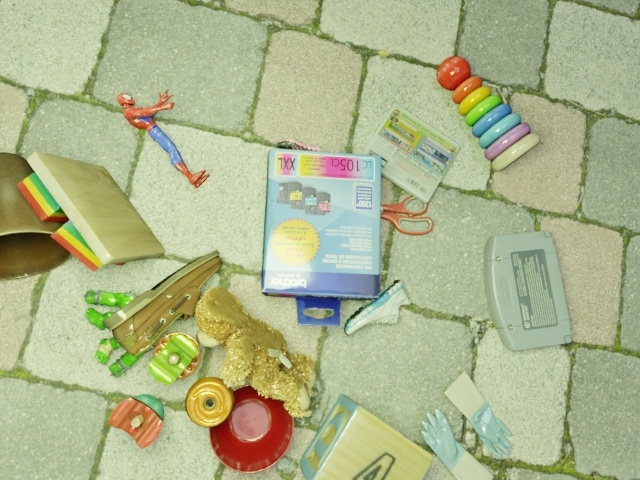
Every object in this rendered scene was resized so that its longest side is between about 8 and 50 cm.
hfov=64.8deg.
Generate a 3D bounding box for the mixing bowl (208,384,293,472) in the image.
[{"bbox_3d":[-0.155,0.408,1.123,0.181,0.098,0.182,2,81,-10],"label":"mixing bowl"}]

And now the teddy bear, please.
[{"bbox_3d":[-0.142,0.249,1.086,0.338,0.245,0.113,36,113,-22],"label":"teddy bear"}]

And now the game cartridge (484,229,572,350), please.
[{"bbox_3d":[0.530,0.128,1.307,0.198,0.062,0.297,-6,82,-6],"label":"game cartridge"}]

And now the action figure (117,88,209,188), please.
[{"bbox_3d":[-0.358,-0.272,1.210,0.280,0.091,0.139,43,83,-1],"label":"action figure"}]

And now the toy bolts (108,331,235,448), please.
[{"bbox_3d":[-0.311,0.335,1.080,0.218,0.158,0.228,43,77,-1],"label":"toy bolts"}]

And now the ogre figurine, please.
[{"bbox_3d":[-0.443,0.191,1.120,0.118,0.097,0.197,-21,69,6],"label":"ogre figurine"}]

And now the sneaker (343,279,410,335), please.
[{"bbox_3d":[0.144,0.181,1.228,0.190,0.071,0.083,-35,93,-13],"label":"sneaker"}]

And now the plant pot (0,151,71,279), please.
[{"bbox_3d":[-0.667,-0.066,1.080,0.215,0.215,0.230,-17,70,-12],"label":"plant pot"}]

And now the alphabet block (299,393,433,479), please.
[{"bbox_3d":[0.092,0.483,1.106,0.197,0.192,0.193,35,79,-3],"label":"alphabet block"}]

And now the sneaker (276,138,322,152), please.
[{"bbox_3d":[-0.057,-0.220,1.276,0.119,0.047,0.057,14,90,-5],"label":"sneaker"}]

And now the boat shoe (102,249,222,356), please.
[{"bbox_3d":[-0.320,0.132,1.104,0.307,0.110,0.104,-40,98,-41],"label":"boat shoe"}]

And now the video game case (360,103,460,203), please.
[{"bbox_3d":[0.235,-0.230,1.324,0.212,0.023,0.193,33,73,0],"label":"video game case"}]

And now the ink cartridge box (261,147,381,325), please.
[{"bbox_3d":[0.000,0.000,1.187,0.270,0.151,0.396,2,82,-5],"label":"ink cartridge box"}]

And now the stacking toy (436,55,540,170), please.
[{"bbox_3d":[0.426,-0.350,1.334,0.141,0.141,0.330,-34,84,-13],"label":"stacking toy"}]

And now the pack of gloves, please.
[{"bbox_3d":[0.353,0.473,1.235,0.195,0.046,0.232,-38,91,-25],"label":"pack of gloves"}]

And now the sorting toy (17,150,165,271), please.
[{"bbox_3d":[-0.487,-0.045,1.076,0.089,0.257,0.255,-37,88,5],"label":"sorting toy"}]

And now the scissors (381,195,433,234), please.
[{"bbox_3d":[0.147,-0.069,1.292,0.297,0.021,0.109,1,80,-10],"label":"scissors"}]
